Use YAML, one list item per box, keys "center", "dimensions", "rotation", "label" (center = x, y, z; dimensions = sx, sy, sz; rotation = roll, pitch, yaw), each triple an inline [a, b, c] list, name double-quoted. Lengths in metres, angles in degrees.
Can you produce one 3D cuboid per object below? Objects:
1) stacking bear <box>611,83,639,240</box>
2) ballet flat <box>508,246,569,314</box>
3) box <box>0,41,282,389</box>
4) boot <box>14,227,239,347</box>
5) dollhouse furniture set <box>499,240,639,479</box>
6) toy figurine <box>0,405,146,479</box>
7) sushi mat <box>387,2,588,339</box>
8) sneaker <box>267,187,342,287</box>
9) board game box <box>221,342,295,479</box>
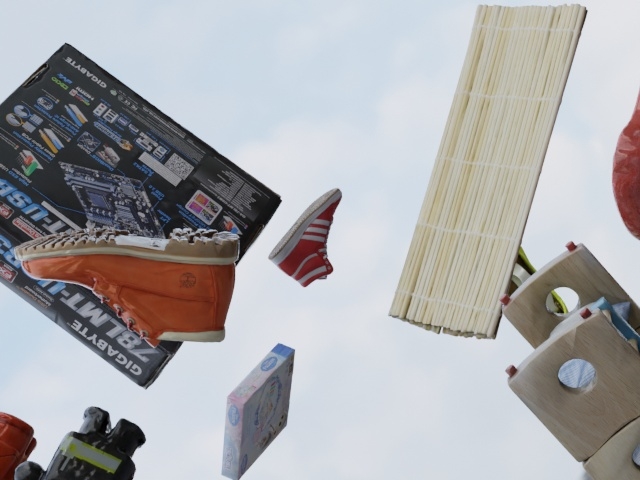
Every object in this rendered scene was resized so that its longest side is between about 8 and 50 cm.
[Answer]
- center: [0.404, -0.062, 1.407]
  dimensions: [0.175, 0.289, 0.164]
  rotation: [-69, -30, -29]
  label: "stacking bear"
- center: [0.240, 0.032, 2.277]
  dimensions: [0.077, 0.231, 0.077]
  rotation: [-44, 1, -7]
  label: "ballet flat"
- center: [-0.220, -0.034, 1.782]
  dimensions: [0.073, 0.295, 0.293]
  rotation: [-52, 4, 40]
  label: "box"
- center: [-0.137, 0.034, 1.225]
  dimensions: [0.059, 0.158, 0.084]
  rotation: [-65, -21, -77]
  label: "boot"
- center: [0.211, 0.044, 0.988]
  dimensions: [0.183, 0.129, 0.129]
  rotation: [-40, 11, 14]
  label: "dollhouse furniture set"
- center: [-0.182, 0.238, 1.329]
  dimensions: [0.209, 0.213, 0.148]
  rotation: [45, -124, -31]
  label: "toy figurine"
- center: [0.150, -0.067, 1.598]
  dimensions: [0.019, 0.151, 0.316]
  rotation: [22, -99, -37]
  label: "sushi mat"
- center: [0.000, 0.000, 1.974]
  dimensions: [0.118, 0.067, 0.042]
  rotation: [-49, 12, -20]
  label: "sneaker"
- center: [-0.054, 0.149, 1.522]
  dimensions: [0.090, 0.020, 0.090]
  rotation: [-46, -30, -49]
  label: "board game box"
